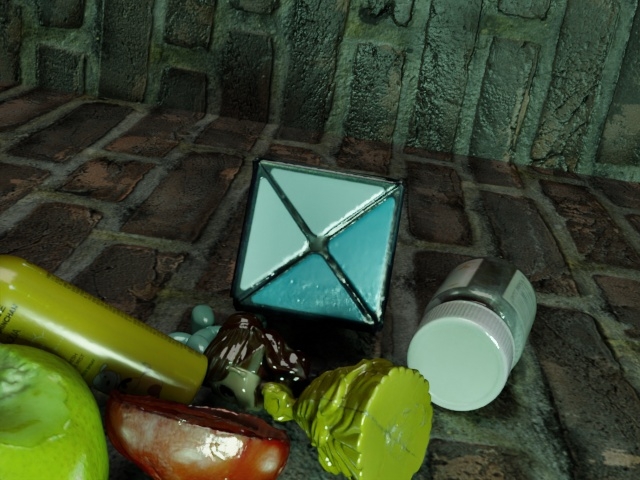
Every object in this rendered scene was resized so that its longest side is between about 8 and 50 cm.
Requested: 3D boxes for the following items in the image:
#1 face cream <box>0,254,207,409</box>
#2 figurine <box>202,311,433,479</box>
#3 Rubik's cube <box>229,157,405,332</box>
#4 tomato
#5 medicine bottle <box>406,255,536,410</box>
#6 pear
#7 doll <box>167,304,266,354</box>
[{"bbox_3d":[-0.316,0.112,1.040,0.348,0.105,0.105,32,16,-17],"label":"face cream"},{"bbox_3d":[-0.032,0.205,1.082,0.315,0.168,0.187,12,4,34],"label":"figurine"},{"bbox_3d":[0.000,0.000,1.376,0.246,0.249,0.250,8,4,3],"label":"Rubik's cube"},{"bbox_3d":[-0.144,0.240,0.936,0.227,0.101,0.228,17,-7,2],"label":"tomato"},{"bbox_3d":[0.243,0.139,1.305,0.165,0.165,0.273,16,23,18],"label":"medicine bottle"},{"bbox_3d":[-0.336,0.216,0.880,0.286,0.176,0.282,17,21,16],"label":"pear"},{"bbox_3d":[-0.165,0.154,1.250,0.159,0.059,0.158,9,21,-3],"label":"doll"}]
